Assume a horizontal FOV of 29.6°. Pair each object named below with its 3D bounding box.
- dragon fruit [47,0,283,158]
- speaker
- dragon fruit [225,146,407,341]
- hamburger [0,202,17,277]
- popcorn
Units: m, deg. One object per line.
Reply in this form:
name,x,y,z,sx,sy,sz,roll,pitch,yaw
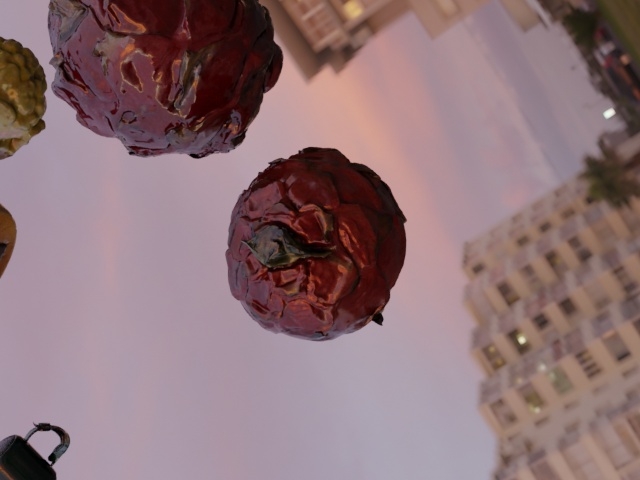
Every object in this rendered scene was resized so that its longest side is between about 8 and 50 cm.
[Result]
dragon fruit,-0.211,-0.265,1.672,0.329,0.329,0.329,50,-163,-22
speaker,-0.320,0.242,1.330,0.075,0.060,0.094,51,-123,-16
dragon fruit,0.000,0.000,1.577,0.244,0.244,0.299,52,-140,-17
hamburger,-0.719,0.011,2.314,0.176,0.300,0.300,28,-169,13
popcorn,-0.611,-0.250,2.229,0.212,0.259,0.259,30,-149,-52
